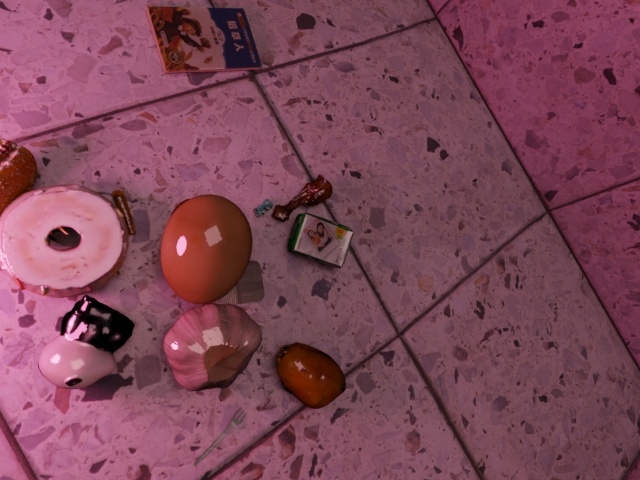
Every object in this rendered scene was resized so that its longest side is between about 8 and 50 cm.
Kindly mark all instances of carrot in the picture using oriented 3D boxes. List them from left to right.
[{"bbox_3d":[-0.701,-0.098,1.579,0.042,0.042,0.171,-18,86,-28],"label":"carrot"}]

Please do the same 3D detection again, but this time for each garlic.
[{"bbox_3d":[-0.363,0.352,1.496,0.317,0.259,0.318,-17,120,-32],"label":"garlic"}]

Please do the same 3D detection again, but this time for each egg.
[{"bbox_3d":[-0.387,0.030,1.509,0.300,0.301,0.375,11,99,-22],"label":"egg"}]

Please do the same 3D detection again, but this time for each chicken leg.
[{"bbox_3d":[-0.079,-0.171,1.875,0.304,0.093,0.113,-32,73,-21],"label":"chicken leg"}]

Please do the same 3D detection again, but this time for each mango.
[{"bbox_3d":[-0.040,0.500,1.658,0.287,0.152,0.201,37,53,-15],"label":"mango"}]

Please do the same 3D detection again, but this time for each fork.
[{"bbox_3d":[-0.345,0.685,1.533,0.039,0.021,0.235,47,61,-3],"label":"fork"}]

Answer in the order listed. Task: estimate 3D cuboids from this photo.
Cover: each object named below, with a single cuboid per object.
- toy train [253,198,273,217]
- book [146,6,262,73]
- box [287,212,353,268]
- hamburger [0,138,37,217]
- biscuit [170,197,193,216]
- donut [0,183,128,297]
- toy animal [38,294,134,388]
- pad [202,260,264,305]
[{"bbox_3d":[-0.235,-0.133,1.815,0.092,0.029,0.045,-40,87,-27],"label":"toy train"},{"bbox_3d":[-0.489,-0.862,1.896,0.427,0.039,0.300,-15,82,-28],"label":"book"},{"bbox_3d":[0.000,0.000,1.822,0.249,0.103,0.180,19,85,-20],"label":"box"},{"bbox_3d":[-1.008,-0.171,1.352,0.151,0.227,0.296,16,66,12],"label":"hamburger"},{"bbox_3d":[-0.471,-0.072,1.674,0.191,0.049,0.192,9,73,-31],"label":"biscuit"},{"bbox_3d":[-0.823,0.007,1.431,0.382,0.142,0.383,7,73,-23],"label":"donut"},{"bbox_3d":[-0.718,0.325,1.365,0.212,0.212,0.267,28,69,-16],"label":"toy animal"},{"bbox_3d":[-0.342,0.081,1.687,0.249,0.055,0.324,-4,95,-26],"label":"pad"}]
